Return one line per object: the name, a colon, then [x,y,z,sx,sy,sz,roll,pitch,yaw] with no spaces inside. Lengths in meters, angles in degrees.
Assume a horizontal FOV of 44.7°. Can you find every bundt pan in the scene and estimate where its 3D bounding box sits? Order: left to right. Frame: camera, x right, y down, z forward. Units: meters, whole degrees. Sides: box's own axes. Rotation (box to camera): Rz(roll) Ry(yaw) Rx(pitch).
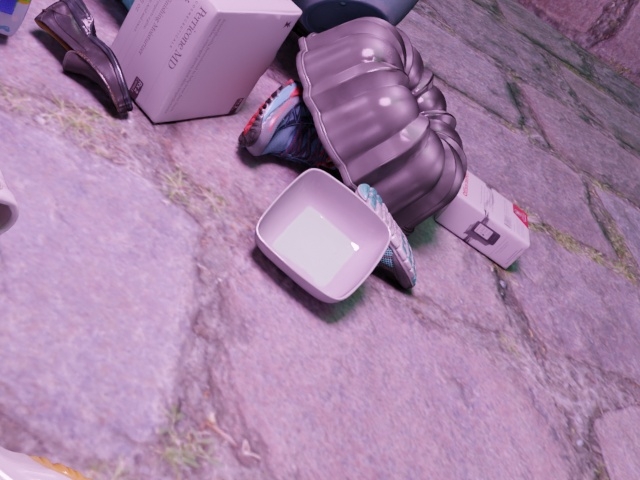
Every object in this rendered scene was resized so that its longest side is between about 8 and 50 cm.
bundt pan: [0.107,-0.177,1.122,0.331,0.124,0.331,48,28,-36]

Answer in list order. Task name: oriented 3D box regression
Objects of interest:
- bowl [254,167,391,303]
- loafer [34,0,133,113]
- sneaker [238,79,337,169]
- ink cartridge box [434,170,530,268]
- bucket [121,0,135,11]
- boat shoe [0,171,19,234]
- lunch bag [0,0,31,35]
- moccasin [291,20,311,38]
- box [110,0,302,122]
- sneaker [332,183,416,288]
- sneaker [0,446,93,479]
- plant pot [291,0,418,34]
bowl: [0.000,0.000,0.935,0.142,0.053,0.142,39,57,2]
loafer: [-0.286,-0.220,0.953,0.061,0.062,0.170,-29,76,-16]
sneaker: [-0.010,-0.157,1.106,0.125,0.104,0.262,46,32,7]
ink cartridge box: [0.266,-0.040,1.285,0.150,0.063,0.109,34,32,-9]
bucket: [-0.194,-0.432,1.110,0.281,0.281,0.183,-6,59,-49]
boat shoe: [-0.354,0.004,0.536,0.156,0.136,0.367,48,23,7]
lunch bag: [-0.357,-0.356,0.878,0.090,0.219,0.176,7,45,-40]
moccasin: [0.048,-0.385,1.397,0.380,0.147,0.139,43,6,11]
box: [-0.152,-0.264,1.014,0.119,0.181,0.182,48,32,13]
sneaker: [0.069,0.003,1.028,0.166,0.076,0.065,55,20,-25]
sneaker: [-0.248,0.161,0.452,0.296,0.112,0.131,33,33,-10]
plant pot: [0.046,-0.419,1.194,0.290,0.290,0.196,16,72,-33]
